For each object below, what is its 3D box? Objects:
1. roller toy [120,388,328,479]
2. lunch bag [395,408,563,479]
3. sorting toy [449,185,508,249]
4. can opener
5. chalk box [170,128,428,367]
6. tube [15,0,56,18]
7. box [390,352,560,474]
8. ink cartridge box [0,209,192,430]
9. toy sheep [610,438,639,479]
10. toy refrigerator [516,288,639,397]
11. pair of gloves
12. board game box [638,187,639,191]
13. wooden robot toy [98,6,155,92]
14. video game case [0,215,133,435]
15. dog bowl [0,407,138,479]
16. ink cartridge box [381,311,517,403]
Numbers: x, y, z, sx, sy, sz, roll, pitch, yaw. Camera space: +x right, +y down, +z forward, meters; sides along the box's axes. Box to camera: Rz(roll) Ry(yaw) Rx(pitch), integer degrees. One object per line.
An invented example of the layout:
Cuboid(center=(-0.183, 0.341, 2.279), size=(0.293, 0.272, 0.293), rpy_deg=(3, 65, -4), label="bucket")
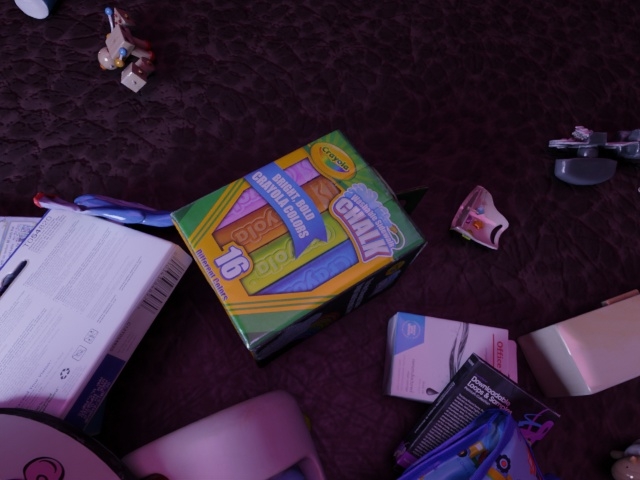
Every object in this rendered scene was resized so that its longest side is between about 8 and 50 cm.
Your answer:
Cuboid(center=(-0.094, 0.253, 0.431), size=(0.210, 0.191, 0.146), rpy_deg=(-20, 71, -11), label="roller toy")
Cuboid(center=(0.149, 0.328, 0.418), size=(0.293, 0.138, 0.220), rpy_deg=(-30, 97, -22), label="lunch bag")
Cuboid(center=(0.241, -0.025, 0.647), size=(0.075, 0.045, 0.083), rpy_deg=(33, 69, 2), label="sorting toy")
Cuboid(center=(0.508, -0.140, 0.702), size=(0.281, 0.074, 0.093), rpy_deg=(-2, 102, -2), label="can opener")
Cuboid(center=(0.000, 0.000, 0.548), size=(0.289, 0.180, 0.179), rpy_deg=(-30, 73, -15), label="chalk box")
Cuboid(center=(-0.492, -0.495, 0.794), size=(0.080, 0.052, 0.206), rpy_deg=(9, 61, -10), label="tube")
Cuboid(center=(0.175, 0.226, 0.498), size=(0.116, 0.029, 0.162), rpy_deg=(36, 97, -3), label="box")
Cuboid(center=(-0.291, 0.076, 0.490), size=(0.224, 0.045, 0.223), rpy_deg=(16, 66, 27), label="ink cartridge box")
Cuboid(center=(0.409, 0.274, 0.507), size=(0.132, 0.091, 0.091), rpy_deg=(0, 68, -4), label="toy sheep")
Cuboid(center=(0.413, 0.114, 0.566), size=(0.270, 0.102, 0.094), rpy_deg=(-16, 70, -9), label="toy refrigerator")
Cuboid(center=(-0.246, -0.040, 0.553), size=(0.160, 0.198, 0.023), rpy_deg=(10, 94, -10), label="pair of gloves")
Cuboid(center=(0.673, -0.063, 0.693), size=(0.282, 0.027, 0.144), rpy_deg=(-16, 68, -9), label="board game box")
Cuboid(center=(-0.332, -0.306, 0.726), size=(0.079, 0.076, 0.173), rpy_deg=(-32, 69, 22), label="wooden robot toy")
Cuboid(center=(-0.386, 0.100, 0.546), size=(0.245, 0.061, 0.269), rpy_deg=(2, 68, -4), label="video game case")
Cuboid(center=(-0.285, 0.349, 0.310), size=(0.409, 0.150, 0.407), rpy_deg=(-1, 88, 20), label="dog bowl")
Cuboid(center=(0.177, 0.159, 0.555), size=(0.180, 0.060, 0.104), rpy_deg=(9, 68, 0), label="ink cartridge box")
